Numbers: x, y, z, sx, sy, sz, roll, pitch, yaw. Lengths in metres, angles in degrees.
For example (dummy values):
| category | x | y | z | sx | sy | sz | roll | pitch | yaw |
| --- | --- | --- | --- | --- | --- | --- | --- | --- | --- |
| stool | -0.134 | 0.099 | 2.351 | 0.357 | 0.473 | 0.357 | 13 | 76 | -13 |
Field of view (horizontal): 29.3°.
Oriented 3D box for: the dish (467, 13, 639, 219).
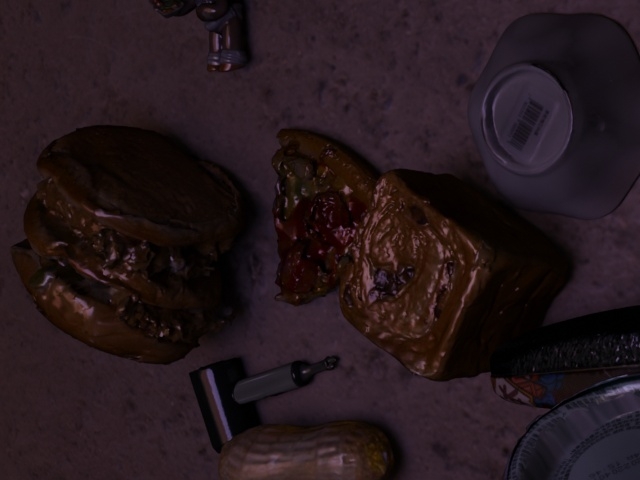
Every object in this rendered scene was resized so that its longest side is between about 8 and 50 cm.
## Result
| category | x | y | z | sx | sy | sz | roll | pitch | yaw |
| --- | --- | --- | --- | --- | --- | --- | --- | --- | --- |
| dish | 0.191 | -0.104 | 1.045 | 0.190 | 0.066 | 0.191 | 9 | 104 | 41 |

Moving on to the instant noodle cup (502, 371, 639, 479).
| category | x | y | z | sx | sy | sz | roll | pitch | yaw |
| --- | --- | --- | --- | --- | --- | --- | --- | --- | --- |
| instant noodle cup | 0.257 | 0.241 | 0.878 | 0.243 | 0.244 | 0.255 | -12 | 117 | 42 |

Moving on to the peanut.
| category | x | y | z | sx | sy | sz | roll | pitch | yaw |
| --- | --- | --- | --- | --- | --- | --- | --- | --- | --- |
| peanut | -0.019 | 0.231 | 1.268 | 0.206 | 0.087 | 0.087 | -9 | 92 | 31 |

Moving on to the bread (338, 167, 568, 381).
| category | x | y | z | sx | sy | sz | roll | pitch | yaw |
| --- | --- | --- | --- | --- | --- | --- | --- | --- | --- |
| bread | 0.113 | 0.033 | 1.091 | 0.158 | 0.143 | 0.149 | 41 | 117 | 29 |

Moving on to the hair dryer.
| category | x | y | z | sx | sy | sz | roll | pitch | yaw |
| --- | --- | --- | --- | --- | --- | --- | --- | --- | --- |
| hair dryer | -0.055 | 0.163 | 1.332 | 0.197 | 0.057 | 0.101 | -24 | 84 | 36 |

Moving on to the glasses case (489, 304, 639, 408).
| category | x | y | z | sx | sy | sz | roll | pitch | yaw |
| --- | --- | --- | --- | --- | --- | --- | --- | --- | --- |
| glasses case | 0.279 | 0.088 | 0.963 | 0.321 | 0.122 | 0.082 | -12 | 90 | 43 |

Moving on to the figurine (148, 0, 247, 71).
| category | x | y | z | sx | sy | sz | roll | pitch | yaw |
| --- | --- | --- | --- | --- | --- | --- | --- | --- | --- |
| figurine | -0.123 | -0.274 | 1.276 | 0.147 | 0.093 | 0.197 | 12 | 107 | 52 |

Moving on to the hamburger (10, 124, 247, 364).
| category | x | y | z | sx | sy | sz | roll | pitch | yaw |
| --- | --- | --- | --- | --- | --- | --- | --- | --- | --- |
| hamburger | -0.201 | 0.010 | 1.320 | 0.260 | 0.245 | 0.211 | 24 | 109 | -6 |

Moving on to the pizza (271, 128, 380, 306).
| category | x | y | z | sx | sy | sz | roll | pitch | yaw |
| --- | --- | --- | --- | --- | --- | --- | --- | --- | --- |
| pizza | 0.000 | 0.000 | 1.244 | 0.201 | 0.053 | 0.193 | 35 | 119 | 32 |
